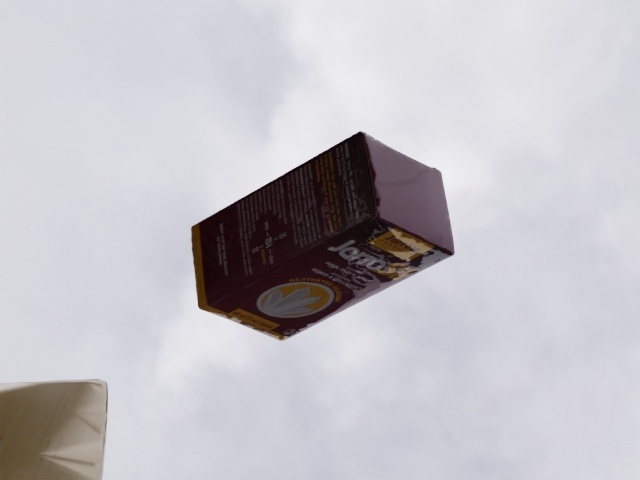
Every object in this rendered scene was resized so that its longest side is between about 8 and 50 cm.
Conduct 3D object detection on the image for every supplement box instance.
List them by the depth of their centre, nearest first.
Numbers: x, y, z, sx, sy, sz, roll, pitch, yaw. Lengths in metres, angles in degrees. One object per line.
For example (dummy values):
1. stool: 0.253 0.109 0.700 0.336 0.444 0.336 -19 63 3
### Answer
1. supplement box: 0.000 0.000 1.441 0.188 0.104 0.081 -28 -125 32

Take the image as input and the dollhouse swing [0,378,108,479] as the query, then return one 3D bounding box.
1. dollhouse swing: -0.260 0.255 0.780 0.305 0.315 0.347 5 -76 -7
